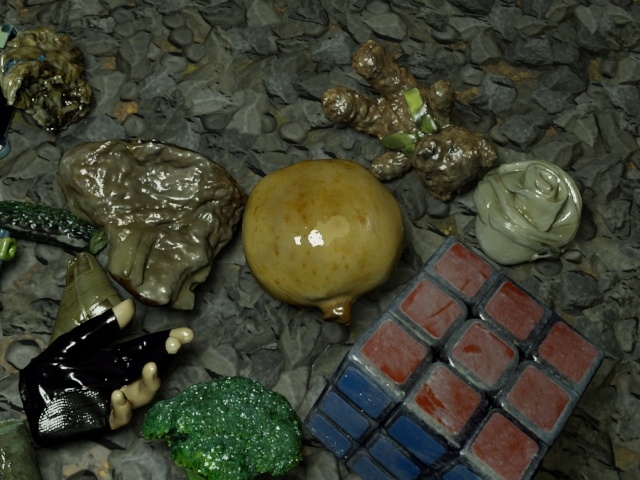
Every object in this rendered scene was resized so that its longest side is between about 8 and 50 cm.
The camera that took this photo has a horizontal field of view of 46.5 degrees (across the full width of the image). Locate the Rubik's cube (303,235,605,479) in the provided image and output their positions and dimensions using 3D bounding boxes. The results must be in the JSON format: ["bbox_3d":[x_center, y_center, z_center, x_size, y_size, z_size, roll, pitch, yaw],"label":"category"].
[{"bbox_3d":[0.196,0.237,1.168,0.305,0.301,0.303,41,57,11],"label":"Rubik's cube"}]

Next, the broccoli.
[{"bbox_3d":[-0.141,0.345,1.181,0.269,0.269,0.254,-44,33,-21],"label":"broccoli"}]

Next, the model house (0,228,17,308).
[{"bbox_3d":[-0.634,0.034,1.270,0.189,0.195,0.214,17,77,-5],"label":"model house"}]

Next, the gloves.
[{"bbox_3d":[-0.350,0.213,1.231,0.300,0.152,0.197,-23,80,12],"label":"gloves"}]

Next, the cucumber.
[{"bbox_3d":[-0.510,-0.031,1.379,0.265,0.077,0.077,13,65,6],"label":"cucumber"}]

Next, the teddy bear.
[{"bbox_3d":[0.166,-0.215,1.448,0.296,0.246,0.223,25,26,-30],"label":"teddy bear"}]

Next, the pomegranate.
[{"bbox_3d":[0.003,-0.016,1.316,0.307,0.307,0.308,2,65,-4],"label":"pomegranate"}]

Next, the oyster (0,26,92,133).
[{"bbox_3d":[-0.525,-0.325,1.448,0.083,0.214,0.223,-12,71,25],"label":"oyster"}]

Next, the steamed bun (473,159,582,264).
[{"bbox_3d":[0.408,-0.068,1.436,0.217,0.144,0.211,-4,66,-6],"label":"steamed bun"}]

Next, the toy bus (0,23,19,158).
[{"bbox_3d":[-0.679,-0.284,1.447,0.164,0.134,0.276,8,66,1],"label":"toy bus"}]

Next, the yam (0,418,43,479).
[{"bbox_3d":[-0.498,0.391,1.135,0.153,0.154,0.255,-19,75,-13],"label":"yam"}]

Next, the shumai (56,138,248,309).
[{"bbox_3d":[-0.298,-0.018,1.327,0.345,0.217,0.283,8,79,-28],"label":"shumai"}]

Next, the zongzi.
[{"bbox_3d":[-0.446,0.121,1.319,0.176,0.078,0.160,-32,65,-9],"label":"zongzi"}]
